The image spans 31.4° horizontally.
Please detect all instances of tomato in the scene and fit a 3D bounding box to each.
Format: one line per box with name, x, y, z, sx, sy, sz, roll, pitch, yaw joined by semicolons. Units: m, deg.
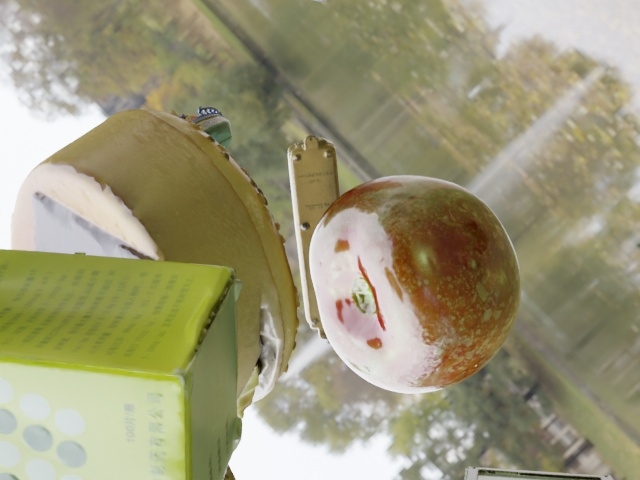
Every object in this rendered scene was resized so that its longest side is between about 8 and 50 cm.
tomato;0.123;0.046;1.394;0.222;0.270;0.270;-13;-135;-34

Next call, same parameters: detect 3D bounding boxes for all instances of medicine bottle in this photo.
medicine bottle;-0.182;0.097;0.732;0.141;0.250;0.137;-71;-16;-61

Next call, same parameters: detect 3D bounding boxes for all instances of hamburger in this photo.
hamburger;-0.145;0.031;1.021;0.176;0.300;0.300;-21;-122;-40

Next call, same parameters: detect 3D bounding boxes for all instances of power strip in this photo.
power strip;0.000;0.000;1.527;0.044;0.064;0.305;-105;9;-68

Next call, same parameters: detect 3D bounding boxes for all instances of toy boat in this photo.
toy boat;-0.185;-0.146;1.548;0.110;0.091;0.175;24;-148;16

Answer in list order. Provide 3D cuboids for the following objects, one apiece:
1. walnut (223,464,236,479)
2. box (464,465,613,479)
walnut;-0.112;0.191;0.824;0.124;0.105;0.105;62;-179;-6
box;0.325;0.395;1.697;0.225;0.086;0.129;2;-178;9
